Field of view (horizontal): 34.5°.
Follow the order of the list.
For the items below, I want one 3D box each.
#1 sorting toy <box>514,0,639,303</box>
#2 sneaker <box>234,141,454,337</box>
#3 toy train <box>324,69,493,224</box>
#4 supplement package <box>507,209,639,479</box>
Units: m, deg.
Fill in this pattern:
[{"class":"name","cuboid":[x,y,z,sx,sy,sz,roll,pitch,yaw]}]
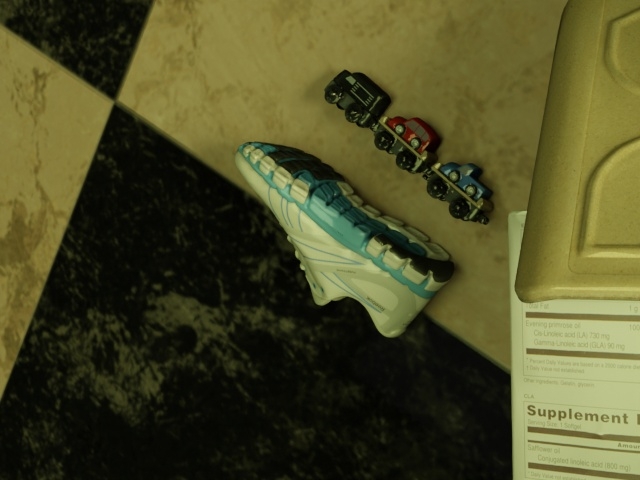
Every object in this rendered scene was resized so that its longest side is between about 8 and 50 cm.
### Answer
[{"class":"sorting toy","cuboid":[0.230,-0.094,0.524,0.229,0.041,0.307,-3,53,28]},{"class":"sneaker","cuboid":[0.000,0.000,0.744,0.191,0.071,0.082,40,118,24]},{"class":"toy train","cuboid":[0.064,-0.068,0.723,0.158,0.027,0.036,45,104,22]},{"class":"supplement package","cuboid":[0.193,0.101,0.585,0.134,0.139,0.244,-1,91,30]}]
